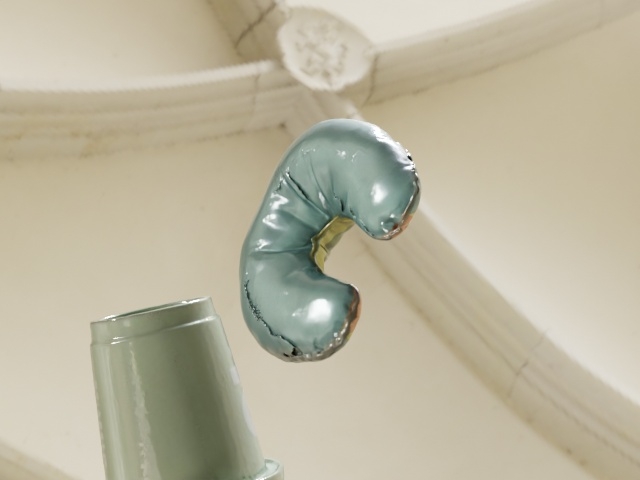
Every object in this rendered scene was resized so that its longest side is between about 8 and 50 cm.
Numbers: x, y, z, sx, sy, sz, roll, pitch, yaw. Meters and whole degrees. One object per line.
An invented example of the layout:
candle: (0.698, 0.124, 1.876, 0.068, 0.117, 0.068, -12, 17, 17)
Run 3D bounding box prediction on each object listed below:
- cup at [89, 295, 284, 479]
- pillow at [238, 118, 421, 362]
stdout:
cup: (-0.093, 0.110, 0.762, 0.120, 0.120, 0.141, -13, -92, -32)
pillow: (0.000, 0.000, 1.125, 0.086, 0.233, 0.214, 23, -171, -30)
